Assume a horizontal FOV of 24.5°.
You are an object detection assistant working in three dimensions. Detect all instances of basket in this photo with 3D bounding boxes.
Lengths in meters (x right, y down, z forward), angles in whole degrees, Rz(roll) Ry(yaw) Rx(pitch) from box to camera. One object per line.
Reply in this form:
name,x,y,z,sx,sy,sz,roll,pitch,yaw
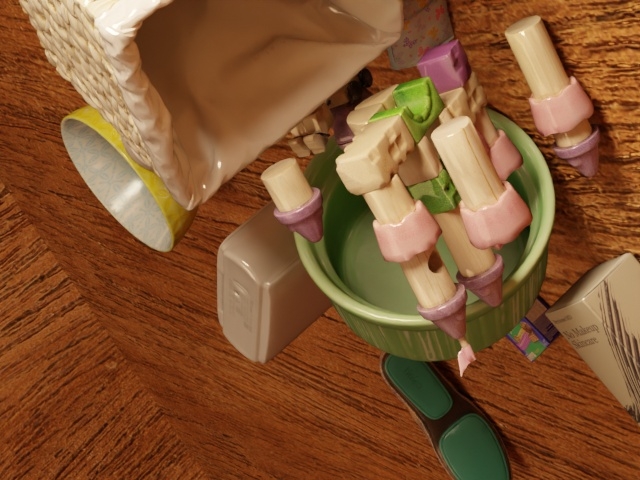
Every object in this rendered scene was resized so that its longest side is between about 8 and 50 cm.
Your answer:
basket,-0.121,-0.278,1.495,0.266,0.331,0.328,44,166,26

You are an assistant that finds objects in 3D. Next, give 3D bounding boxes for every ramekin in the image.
ramekin,0.129,-0.005,1.743,0.303,0.303,0.148,37,164,27

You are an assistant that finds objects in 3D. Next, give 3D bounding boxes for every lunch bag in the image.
lunch bag,0.103,-0.242,1.666,0.053,0.083,0.071,31,153,39

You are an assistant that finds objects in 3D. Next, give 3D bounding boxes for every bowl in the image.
bowl,-0.294,-0.139,2.526,0.289,0.156,0.289,40,157,21

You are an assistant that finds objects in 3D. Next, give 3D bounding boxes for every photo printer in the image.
photo printer,0.000,0.000,1.971,0.107,0.307,0.256,41,155,18

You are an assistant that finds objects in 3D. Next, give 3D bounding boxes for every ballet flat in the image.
ballet flat,0.204,0.284,2.381,0.316,0.107,0.106,57,178,-6

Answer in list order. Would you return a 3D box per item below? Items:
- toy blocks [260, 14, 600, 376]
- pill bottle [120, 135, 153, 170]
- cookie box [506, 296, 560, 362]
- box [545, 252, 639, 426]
toy blocks,0.130,-0.041,1.572,0.309,0.288,0.260,-13,117,36
pill bottle,-0.203,-0.188,2.255,0.161,0.161,0.283,54,159,-12
cookie box,0.271,0.103,1.987,0.107,0.040,0.092,46,160,10
box,0.401,0.153,1.742,0.275,0.094,0.113,49,159,-1
